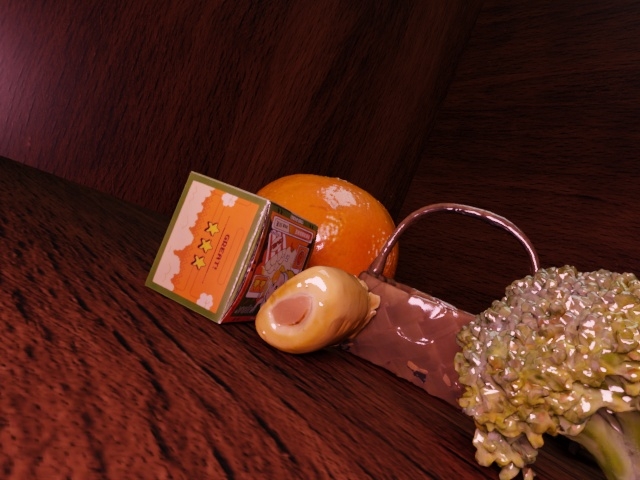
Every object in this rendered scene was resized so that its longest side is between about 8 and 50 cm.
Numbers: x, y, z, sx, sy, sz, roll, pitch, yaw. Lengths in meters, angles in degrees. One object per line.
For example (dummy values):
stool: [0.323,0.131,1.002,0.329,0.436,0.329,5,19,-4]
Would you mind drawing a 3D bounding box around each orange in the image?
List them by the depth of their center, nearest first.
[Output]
orange: [0.000,0.000,1.127,0.424,0.325,0.424,24,-1,0]

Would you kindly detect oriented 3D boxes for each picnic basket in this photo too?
picnic basket: [0.219,0.087,0.767,0.293,0.336,0.337,22,-1,26]

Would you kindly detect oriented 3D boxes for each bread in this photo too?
bread: [0.001,0.100,0.591,0.085,0.134,0.173,55,16,20]

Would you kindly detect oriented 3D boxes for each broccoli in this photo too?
broccoli: [0.235,0.150,0.402,0.181,0.272,0.243,12,-35,-45]

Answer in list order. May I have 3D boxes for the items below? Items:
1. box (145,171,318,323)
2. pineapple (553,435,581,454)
box: [-0.120,0.020,0.667,0.148,0.177,0.195,23,-1,21]
pineapple: [0.394,0.246,0.749,0.170,0.141,0.310,59,10,-3]
